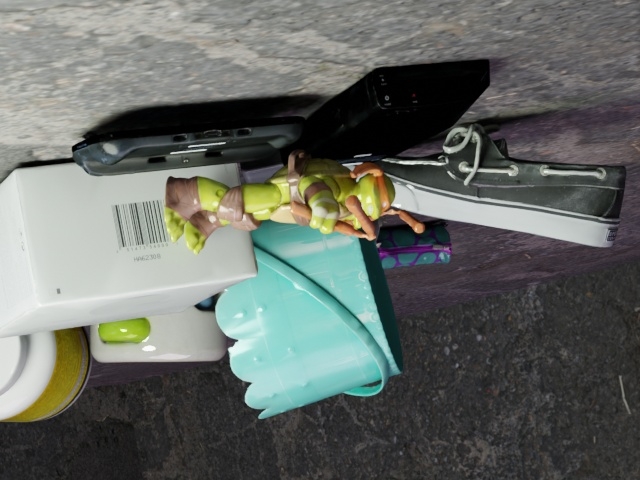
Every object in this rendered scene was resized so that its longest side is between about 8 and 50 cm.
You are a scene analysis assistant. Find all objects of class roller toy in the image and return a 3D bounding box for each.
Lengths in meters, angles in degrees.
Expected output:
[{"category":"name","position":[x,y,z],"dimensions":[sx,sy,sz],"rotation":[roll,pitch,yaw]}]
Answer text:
[{"category":"roller toy","position":[-0.226,0.098,2.240],"dimensions":[0.191,0.146,0.209],"rotation":[1,175,-17]}]

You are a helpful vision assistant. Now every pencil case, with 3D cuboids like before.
[{"category":"pencil case","position":[0.126,0.011,2.413],"dimensions":[0.152,0.064,0.070],"rotation":[-7,-173,-31]}]

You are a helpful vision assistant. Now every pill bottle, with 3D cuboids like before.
[{"category":"pill bottle","position":[-0.440,0.157,2.211],"dimensions":[0.188,0.187,0.334],"rotation":[-11,173,3]}]

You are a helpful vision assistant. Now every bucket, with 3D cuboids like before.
[{"category":"bucket","position":[-0.016,0.071,1.943],"dimensions":[0.183,0.281,0.281],"rotation":[-16,172,7]}]

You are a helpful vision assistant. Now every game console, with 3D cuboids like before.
[{"category":"game console","position":[-0.037,-0.102,1.435],"dimensions":[0.361,0.044,0.213],"rotation":[-8,170,-26]}]

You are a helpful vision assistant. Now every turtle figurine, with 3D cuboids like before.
[{"category":"turtle figurine","position":[-0.026,-0.038,1.434],"dimensions":[0.217,0.087,0.269],"rotation":[-6,-179,10]}]

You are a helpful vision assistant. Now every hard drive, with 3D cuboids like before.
[{"category":"hard drive","position":[-0.034,-0.078,1.681],"dimensions":[0.094,0.022,0.135],"rotation":[-11,173,0]}]

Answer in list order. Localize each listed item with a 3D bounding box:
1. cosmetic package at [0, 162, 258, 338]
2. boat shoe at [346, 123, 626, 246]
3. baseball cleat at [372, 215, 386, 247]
[{"category":"cosmetic package","position":[-0.215,0.005,1.599],"dimensions":[0.224,0.138,0.225],"rotation":[-7,170,-27]},{"category":"boat shoe","position":[0.171,-0.072,1.709],"dimensions":[0.306,0.104,0.113],"rotation":[12,-171,13]},{"category":"baseball cleat","position":[0.000,0.000,2.133],"dimensions":[0.109,0.072,0.206],"rotation":[0,164,-27]}]
